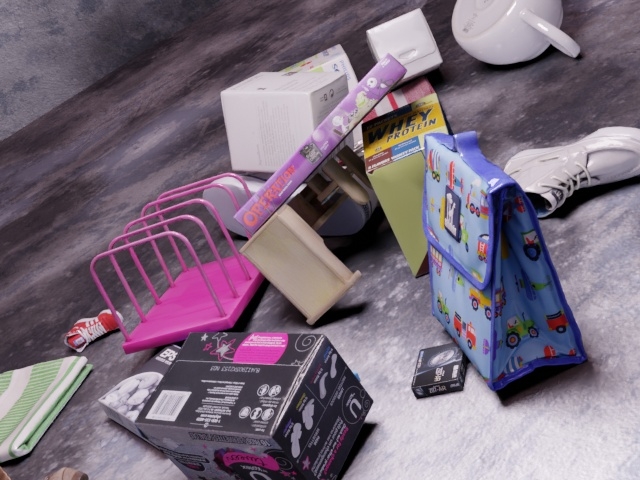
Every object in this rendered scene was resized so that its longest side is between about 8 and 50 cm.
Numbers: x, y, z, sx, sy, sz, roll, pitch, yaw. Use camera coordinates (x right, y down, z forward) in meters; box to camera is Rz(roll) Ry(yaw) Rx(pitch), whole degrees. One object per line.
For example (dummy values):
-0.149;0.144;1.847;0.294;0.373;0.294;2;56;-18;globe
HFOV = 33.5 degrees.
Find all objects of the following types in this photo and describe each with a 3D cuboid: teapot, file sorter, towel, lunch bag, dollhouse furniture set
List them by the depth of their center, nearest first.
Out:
0.213;-0.001;1.342;0.138;0.293;0.221;-17;24;-7;lunch bag
0.000;0.000;1.720;0.212;0.161;0.242;-45;2;30;dollhouse furniture set
-0.227;0.026;1.803;0.202;0.182;0.291;-16;19;21;file sorter
-0.571;0.299;1.820;0.324;0.038;0.248;-11;30;28;towel
0.411;-0.459;2.193;0.252;0.187;0.256;-26;45;48;teapot
0.090;-0.241;2.233;0.329;0.037;0.237;-23;25;7;towel

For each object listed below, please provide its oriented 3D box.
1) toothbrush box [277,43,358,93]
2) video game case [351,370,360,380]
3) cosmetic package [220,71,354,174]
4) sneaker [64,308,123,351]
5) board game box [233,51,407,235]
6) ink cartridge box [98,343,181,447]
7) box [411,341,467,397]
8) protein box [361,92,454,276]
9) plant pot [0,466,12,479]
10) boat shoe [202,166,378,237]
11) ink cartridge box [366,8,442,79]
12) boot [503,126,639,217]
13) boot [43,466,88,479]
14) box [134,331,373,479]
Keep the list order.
-0.055;-0.321;2.392;0.283;0.122;0.206;-22;16;5;toothbrush box
-0.036;0.210;1.516;0.119;0.015;0.166;-39;28;-25;video game case
-0.057;-0.213;1.912;0.183;0.151;0.151;5;24;27;cosmetic package
-0.413;0.164;1.922;0.118;0.042;0.067;-19;21;32;sneaker
0.003;-0.156;1.710;0.347;0.056;0.208;-46;6;6;board game box
-0.209;0.220;1.627;0.208;0.045;0.206;-38;27;-26;ink cartridge box
0.159;0.170;1.407;0.067;0.018;0.083;-14;27;24;box
0.166;-0.091;1.684;0.136;0.200;0.201;-22;25;10;protein box
-0.562;0.398;1.467;0.230;0.215;0.215;-45;28;-5;plant pot
-0.043;-0.098;1.971;0.367;0.136;0.156;-1;35;37;boat shoe
0.180;-0.410;2.300;0.128;0.127;0.176;-23;3;4;ink cartridge box
0.383;-0.090;1.629;0.258;0.095;0.123;-13;33;43;boot
-0.381;0.371;1.511;0.087;0.042;0.118;-16;25;35;boot
-0.085;0.224;1.372;0.247;0.142;0.163;-4;44;40;box
